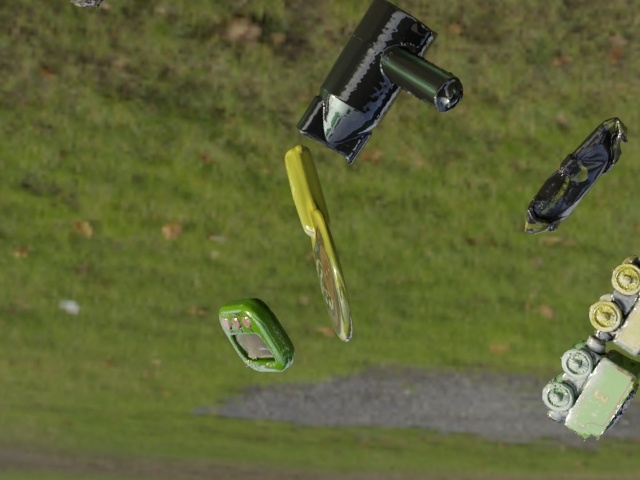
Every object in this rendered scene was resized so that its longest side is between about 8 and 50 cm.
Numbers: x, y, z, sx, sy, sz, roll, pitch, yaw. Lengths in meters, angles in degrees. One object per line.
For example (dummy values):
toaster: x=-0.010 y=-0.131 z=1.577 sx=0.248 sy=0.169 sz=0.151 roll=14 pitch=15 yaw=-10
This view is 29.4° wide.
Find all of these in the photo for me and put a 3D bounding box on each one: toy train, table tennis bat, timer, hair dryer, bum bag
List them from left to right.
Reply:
timer: x=-0.101 y=0.150 z=1.942 sx=0.047 sy=0.128 sz=0.140 roll=-37 pitch=-167 yaw=-28
table tennis bat: x=0.000 y=0.000 z=2.137 sx=0.054 sy=0.368 sz=0.224 roll=-13 pitch=161 yaw=-6
hair dryer: x=0.102 y=-0.212 z=1.805 sx=0.116 sy=0.244 sz=0.302 roll=27 pitch=-171 yaw=-27
bum bag: x=0.410 y=-0.097 z=1.961 sx=0.060 sy=0.232 sz=0.107 roll=46 pitch=-175 yaw=32
toy train: x=0.293 y=0.106 z=1.209 sx=0.081 sy=0.202 sz=0.060 roll=33 pitch=-156 yaw=17

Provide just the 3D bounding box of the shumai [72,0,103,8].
shumai: x=-0.346 y=-0.432 z=1.651 sx=0.185 sy=0.184 sz=0.218 roll=35 pitch=178 yaw=-9
